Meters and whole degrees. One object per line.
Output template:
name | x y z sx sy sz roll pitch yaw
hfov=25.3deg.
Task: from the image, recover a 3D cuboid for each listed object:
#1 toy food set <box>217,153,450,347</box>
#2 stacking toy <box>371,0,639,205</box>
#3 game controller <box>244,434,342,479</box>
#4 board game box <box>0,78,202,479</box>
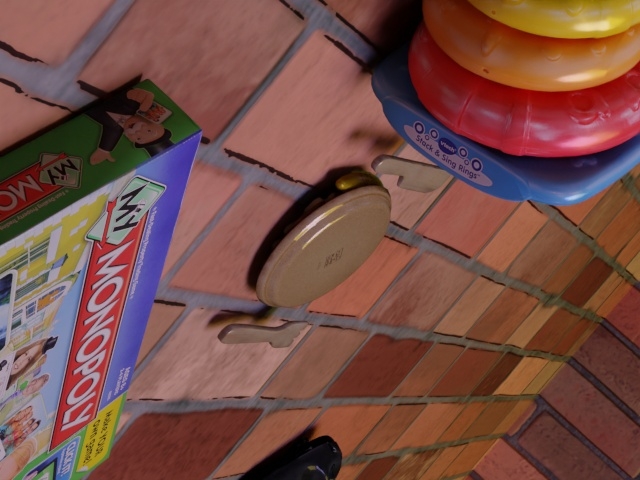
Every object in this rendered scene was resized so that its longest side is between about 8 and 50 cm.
toy food set | 0.000 0.000 1.051 0.192 0.038 0.132 -48 157 16
stacking toy | 0.142 -0.183 0.832 0.165 0.175 0.302 -35 147 -33
game controller | -0.083 0.333 1.549 0.166 0.067 0.319 -13 144 -39
board game box | -0.180 0.078 0.750 0.213 0.046 0.317 -34 158 -36
